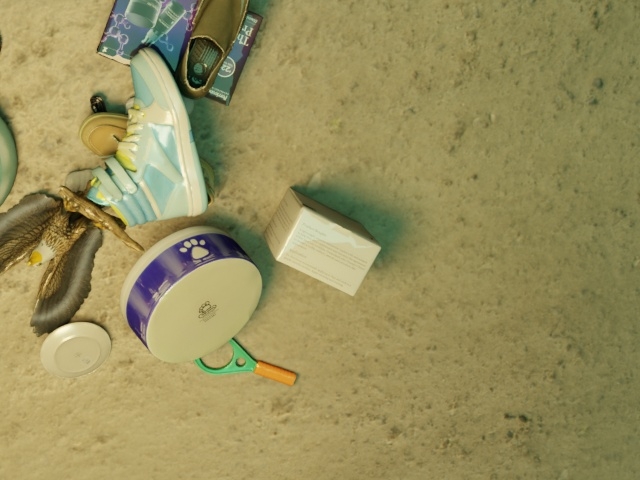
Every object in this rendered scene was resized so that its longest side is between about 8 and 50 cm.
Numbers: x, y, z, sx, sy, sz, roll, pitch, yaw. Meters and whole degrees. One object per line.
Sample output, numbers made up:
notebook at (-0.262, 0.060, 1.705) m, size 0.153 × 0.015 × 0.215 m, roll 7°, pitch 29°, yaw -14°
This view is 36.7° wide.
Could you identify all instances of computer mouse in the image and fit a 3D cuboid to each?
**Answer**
computer mouse at (-0.338, -0.249, 1.856) m, size 0.193 × 0.042 × 0.106 m, roll -17°, pitch 107°, yaw -7°

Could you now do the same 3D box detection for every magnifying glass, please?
magnifying glass at (-0.161, 0.259, 2.038) m, size 0.231 × 0.026 × 0.092 m, roll 21°, pitch 99°, yaw -17°

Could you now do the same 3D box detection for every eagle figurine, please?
eagle figurine at (-0.514, 0.013, 1.836) m, size 0.298 × 0.225 × 0.226 m, roll -41°, pitch 67°, yaw 31°

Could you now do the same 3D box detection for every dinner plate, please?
dinner plate at (-0.490, 0.225, 1.935) m, size 0.141 × 0.017 × 0.141 m, roll -14°, pitch 128°, yaw -18°

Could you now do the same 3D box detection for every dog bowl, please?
dog bowl at (-0.247, 0.106, 1.866) m, size 0.265 × 0.104 × 0.265 m, roll -28°, pitch 143°, yaw -24°

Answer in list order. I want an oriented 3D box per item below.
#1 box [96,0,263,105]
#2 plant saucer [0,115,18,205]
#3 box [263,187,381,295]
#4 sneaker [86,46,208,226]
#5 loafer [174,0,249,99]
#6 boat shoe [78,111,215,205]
box at (-0.265, -0.387, 1.808) m, size 0.261 × 0.103 × 0.184 m, roll 20°, pitch 102°, yaw -17°
plant saucer at (-0.712, -0.131, 1.751) m, size 0.317 × 0.044 × 0.317 m, roll -13°, pitch 125°, yaw -19°
box at (0.000, 0.000, 1.923) m, size 0.181 × 0.182 × 0.119 m, roll 26°, pitch 99°, yaw -17°
sneaker at (-0.336, -0.169, 1.723) m, size 0.208 × 0.127 × 0.319 m, roll -19°, pitch 106°, yaw -17°
loafer at (-0.187, -0.369, 1.729) m, size 0.094 × 0.087 × 0.251 m, roll 17°, pitch 99°, yaw -17°
boat shoe at (-0.322, -0.153, 1.836) m, size 0.285 × 0.089 × 0.104 m, roll 23°, pitch 113°, yaw -26°
